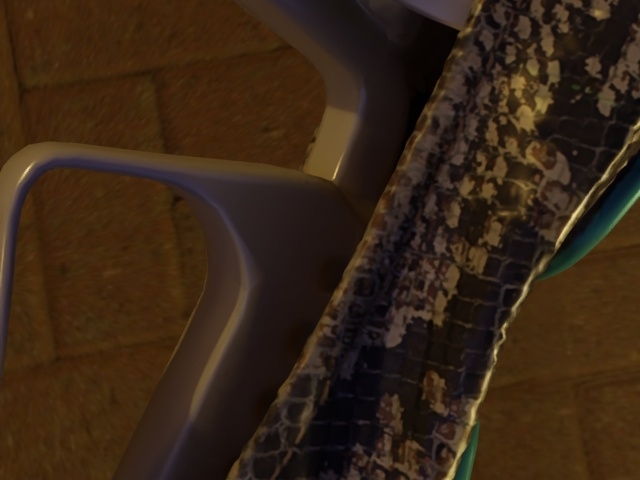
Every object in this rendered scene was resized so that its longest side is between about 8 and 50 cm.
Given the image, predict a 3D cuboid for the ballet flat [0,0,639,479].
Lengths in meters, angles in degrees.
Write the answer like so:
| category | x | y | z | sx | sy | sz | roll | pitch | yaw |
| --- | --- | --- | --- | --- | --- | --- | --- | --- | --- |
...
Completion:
| category | x | y | z | sx | sy | sz | roll | pitch | yaw |
| --- | --- | --- | --- | --- | --- | --- | --- | --- | --- |
| ballet flat | 0.000 | 0.000 | 0.433 | 0.182 | 0.164 | 0.483 | 29 | 87 | -12 |
